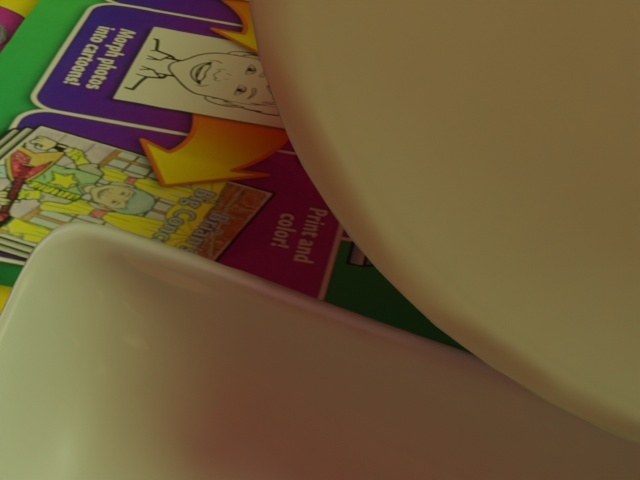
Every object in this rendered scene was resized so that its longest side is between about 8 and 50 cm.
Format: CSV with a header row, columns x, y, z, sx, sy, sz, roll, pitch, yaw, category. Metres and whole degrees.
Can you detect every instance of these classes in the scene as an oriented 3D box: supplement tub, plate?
x,y,z,sx,sy,sz,roll,pitch,yaw,category
0.127,-0.137,0.404,0.241,0.241,0.331,119,174,-46,supplement tub
0.006,0.158,0.381,0.277,0.278,0.045,-66,-29,-13,plate

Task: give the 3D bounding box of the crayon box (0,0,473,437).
x,y,z,sx,sy,sz,roll,pitch,yaw,category
0.000,0.000,0.642,0.363,0.313,0.106,-72,-9,-60,crayon box
